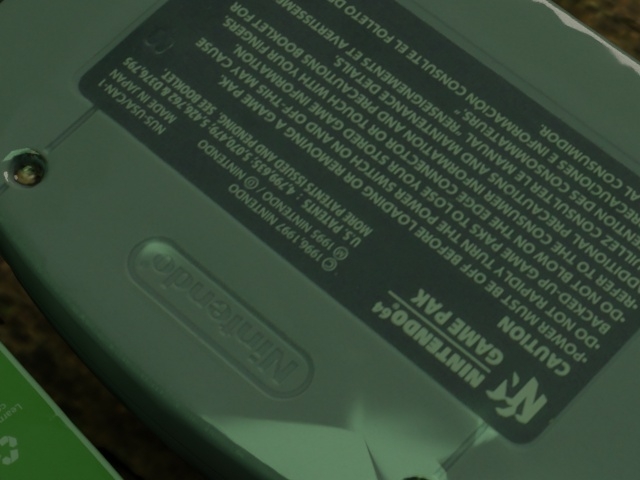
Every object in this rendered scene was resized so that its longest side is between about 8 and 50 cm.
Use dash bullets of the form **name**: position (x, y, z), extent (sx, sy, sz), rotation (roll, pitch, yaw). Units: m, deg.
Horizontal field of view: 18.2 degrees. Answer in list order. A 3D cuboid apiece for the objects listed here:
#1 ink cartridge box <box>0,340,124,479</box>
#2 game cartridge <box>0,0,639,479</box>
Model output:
- **ink cartridge box**: position (-0.106, 0.097, 0.698), extent (0.062, 0.109, 0.209), rotation (-38, 64, -16)
- **game cartridge**: position (0.015, -0.007, 0.660), extent (0.294, 0.060, 0.196), rotation (39, 66, 23)
